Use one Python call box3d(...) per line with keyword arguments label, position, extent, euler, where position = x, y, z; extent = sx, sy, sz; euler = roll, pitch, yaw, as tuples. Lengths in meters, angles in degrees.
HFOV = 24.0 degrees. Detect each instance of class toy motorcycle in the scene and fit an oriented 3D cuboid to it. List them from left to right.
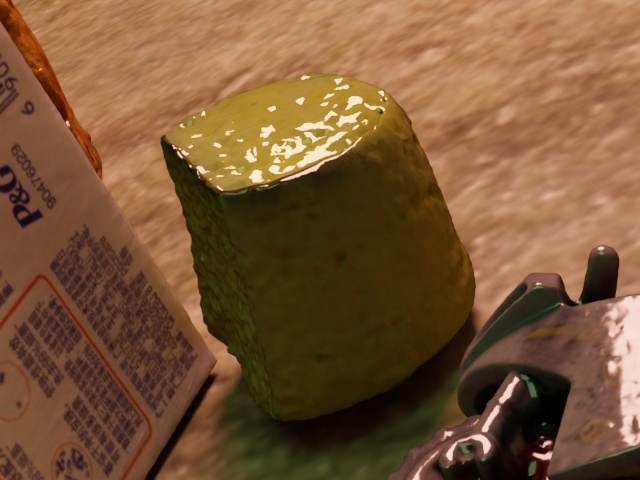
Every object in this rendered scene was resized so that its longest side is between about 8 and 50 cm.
box3d(label="toy motorcycle", position=(0.124, 0.051, 0.445), extent=(0.215, 0.080, 0.122), euler=(-13, 32, 18))

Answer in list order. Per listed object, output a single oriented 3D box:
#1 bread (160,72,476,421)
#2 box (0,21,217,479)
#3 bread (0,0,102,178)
box3d(label="bread", position=(0.000, 0.000, 0.615), extent=(0.111, 0.114, 0.129), euler=(-29, 29, -16))
box3d(label="box", position=(-0.170, 0.009, 0.590), extent=(0.097, 0.265, 0.168), euler=(-12, 32, 33))
box3d(label="bread", position=(-0.228, -0.074, 0.941), extent=(0.143, 0.149, 0.158), euler=(-30, 20, -7))
